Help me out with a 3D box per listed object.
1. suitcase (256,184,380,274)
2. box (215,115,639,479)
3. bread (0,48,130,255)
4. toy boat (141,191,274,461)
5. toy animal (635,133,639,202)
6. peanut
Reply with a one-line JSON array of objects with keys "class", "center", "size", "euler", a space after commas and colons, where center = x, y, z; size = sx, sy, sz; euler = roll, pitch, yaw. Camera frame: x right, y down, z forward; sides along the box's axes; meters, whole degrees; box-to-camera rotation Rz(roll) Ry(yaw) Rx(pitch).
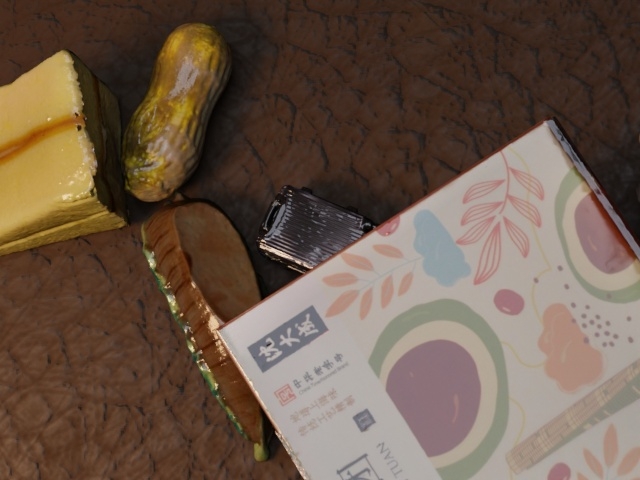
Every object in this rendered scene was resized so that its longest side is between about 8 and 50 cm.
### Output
[{"class": "suitcase", "center": [0.000, 0.000, 1.794], "size": [0.126, 0.059, 0.086], "euler": [23, 80, 14]}, {"class": "box", "center": [0.155, 0.133, 1.633], "size": [0.385, 0.122, 0.345], "euler": [-33, 80, 0]}, {"class": "bread", "center": [-0.343, -0.076, 1.806], "size": [0.264, 0.163, 0.168], "euler": [-15, 76, 5]}, {"class": "toy boat", "center": [-0.098, 0.080, 1.772], "size": [0.108, 0.099, 0.293], "euler": [-16, 73, -23]}, {"class": "toy animal", "center": [0.433, -0.026, 1.596], "size": [0.226, 0.358, 0.188], "euler": [-7, 97, -32]}, {"class": "peanut", "center": [-0.154, -0.136, 1.833], "size": [0.087, 0.087, 0.207], "euler": [18, 78, 12]}]
